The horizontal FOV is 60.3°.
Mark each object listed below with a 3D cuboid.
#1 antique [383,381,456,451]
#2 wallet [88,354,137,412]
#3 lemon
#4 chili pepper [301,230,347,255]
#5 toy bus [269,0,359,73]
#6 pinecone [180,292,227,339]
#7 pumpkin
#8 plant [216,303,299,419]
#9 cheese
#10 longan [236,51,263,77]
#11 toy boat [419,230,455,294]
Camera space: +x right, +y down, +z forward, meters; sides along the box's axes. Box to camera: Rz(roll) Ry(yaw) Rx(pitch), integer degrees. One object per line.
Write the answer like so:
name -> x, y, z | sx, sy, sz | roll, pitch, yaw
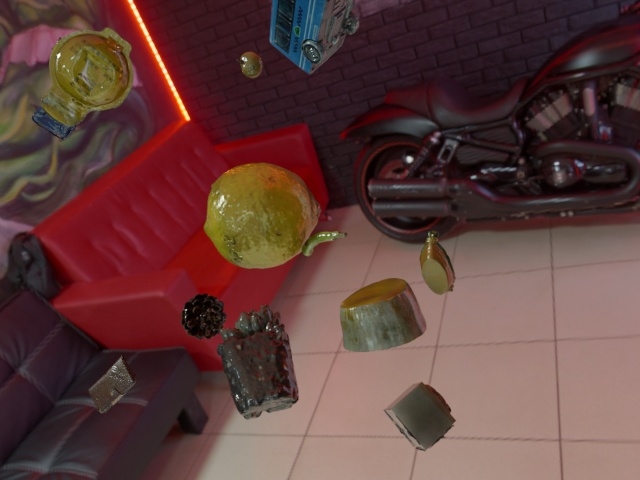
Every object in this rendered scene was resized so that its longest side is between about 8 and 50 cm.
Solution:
antique -> 0.287, 0.497, 1.572 | 0.148, 0.152, 0.146 | -39, -11, -14
wallet -> -0.608, 0.423, 1.604 | 0.176, 0.095, 0.026 | -42, -21, 19
lemon -> -0.185, -0.083, 1.779 | 0.387, 0.350, 0.350 | -11, 25, -8
chili pepper -> -0.001, -0.001, 1.653 | 0.043, 0.049, 0.208 | -7, -15, -39
toy bus -> -0.007, -0.402, 0.888 | 0.134, 0.246, 0.113 | 37, 64, 9
pinecone -> -0.340, 0.227, 1.631 | 0.140, 0.140, 0.121 | -34, 28, -21
pumpkin -> 0.223, 0.268, 2.073 | 0.332, 0.199, 0.332 | -15, 4, 1
plant -> -0.116, 0.216, 1.001 | 0.132, 0.129, 0.194 | -12, 58, -12
cheese -> -0.525, -0.346, 1.216 | 0.270, 0.177, 0.069 | -49, 33, 7
longan -> -0.204, -0.507, 1.587 | 0.083, 0.075, 0.075 | 1, 10, -37
toy boat -> 0.324, 0.077, 1.512 | 0.089, 0.229, 0.088 | 0, 43, 29
